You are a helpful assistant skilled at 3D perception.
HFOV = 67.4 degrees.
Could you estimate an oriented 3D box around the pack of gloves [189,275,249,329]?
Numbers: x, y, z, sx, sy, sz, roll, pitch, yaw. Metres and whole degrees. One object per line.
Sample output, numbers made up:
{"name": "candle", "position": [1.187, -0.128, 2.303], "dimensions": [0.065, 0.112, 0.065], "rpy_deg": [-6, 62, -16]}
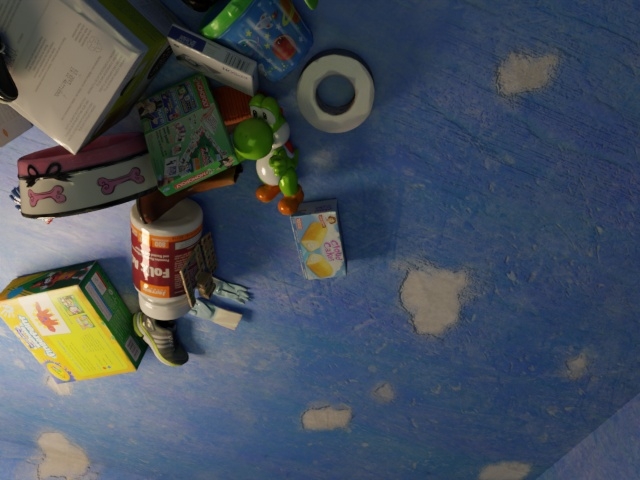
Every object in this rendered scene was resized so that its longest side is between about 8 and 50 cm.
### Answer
{"name": "pack of gloves", "position": [-0.396, 0.220, 1.833], "dimensions": [0.232, 0.046, 0.195], "rpy_deg": [23, 111, -15]}

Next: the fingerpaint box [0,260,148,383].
{"name": "fingerpaint box", "position": [-0.944, 0.325, 1.854], "dimensions": [0.371, 0.163, 0.444], "rpy_deg": [-13, 122, 11]}

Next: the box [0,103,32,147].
{"name": "box", "position": [-0.956, -0.351, 1.397], "dimensions": [0.091, 0.170, 0.130], "rpy_deg": [-10, 122, 10]}

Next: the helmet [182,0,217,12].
{"name": "helmet", "position": [-0.303, -0.655, 1.151], "dimensions": [0.161, 0.169, 0.169], "rpy_deg": [28, 123, -35]}

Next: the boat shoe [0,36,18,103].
{"name": "boat shoe", "position": [-0.703, -0.402, 0.999], "dimensions": [0.079, 0.084, 0.233], "rpy_deg": [-11, 117, 14]}

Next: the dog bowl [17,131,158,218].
{"name": "dog bowl", "position": [-0.646, -0.199, 1.358], "dimensions": [0.408, 0.408, 0.150], "rpy_deg": [-6, 112, 8]}

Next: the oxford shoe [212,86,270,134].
{"name": "oxford shoe", "position": [-0.312, -0.348, 1.412], "dimensions": [0.364, 0.130, 0.132], "rpy_deg": [-13, 155, 5]}

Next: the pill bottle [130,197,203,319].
{"name": "pill bottle", "position": [-0.515, 0.062, 1.612], "dimensions": [0.224, 0.224, 0.392], "rpy_deg": [10, 123, -3]}

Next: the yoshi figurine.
{"name": "yoshi figurine", "position": [-0.161, -0.228, 1.362], "dimensions": [0.204, 0.203, 0.362], "rpy_deg": [-10, 138, 0]}

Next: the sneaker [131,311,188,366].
{"name": "sneaker", "position": [-0.614, 0.387, 1.911], "dimensions": [0.121, 0.111, 0.300], "rpy_deg": [-24, 121, 14]}

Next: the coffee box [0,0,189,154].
{"name": "coffee box", "position": [-0.593, -0.491, 1.179], "dimensions": [0.338, 0.334, 0.338], "rpy_deg": [40, 117, -18]}

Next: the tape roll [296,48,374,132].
{"name": "tape roll", "position": [0.043, -0.417, 1.348], "dimensions": [0.219, 0.072, 0.219], "rpy_deg": [2, 125, 3]}

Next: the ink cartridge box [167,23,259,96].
{"name": "ink cartridge box", "position": [-0.268, -0.449, 1.245], "dimensions": [0.223, 0.224, 0.045], "rpy_deg": [23, 88, -4]}

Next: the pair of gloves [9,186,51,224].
{"name": "pair of gloves", "position": [-0.951, -0.147, 1.624], "dimensions": [0.198, 0.023, 0.159], "rpy_deg": [-38, 116, 26]}

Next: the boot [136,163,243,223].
{"name": "boot", "position": [-0.384, -0.145, 1.444], "dimensions": [0.280, 0.264, 0.096], "rpy_deg": [-7, 113, 11]}

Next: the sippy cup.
{"name": "sippy cup", "position": [-0.145, -0.534, 1.205], "dimensions": [0.224, 0.305, 0.240], "rpy_deg": [39, 88, -33]}

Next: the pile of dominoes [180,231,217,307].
{"name": "pile of dominoes", "position": [-0.388, 0.101, 1.611], "dimensions": [0.040, 0.196, 0.251], "rpy_deg": [18, 144, 8]}

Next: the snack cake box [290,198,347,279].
{"name": "snack cake box", "position": [0.000, 0.000, 1.620], "dimensions": [0.152, 0.089, 0.264], "rpy_deg": [-6, 123, 9]}

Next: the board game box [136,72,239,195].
{"name": "board game box", "position": [-0.365, -0.294, 1.294], "dimensions": [0.214, 0.317, 0.046], "rpy_deg": [-24, 154, 2]}
